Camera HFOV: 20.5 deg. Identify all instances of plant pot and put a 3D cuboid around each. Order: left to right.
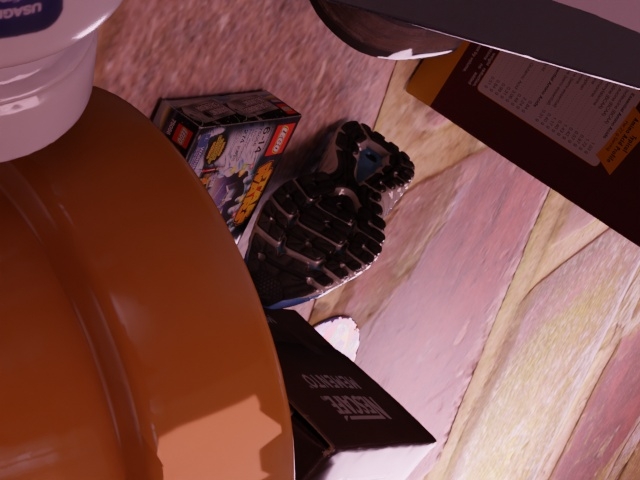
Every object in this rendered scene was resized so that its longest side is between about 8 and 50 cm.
[{"bbox_3d":[-0.143,0.065,0.624,0.188,0.205,0.205,-19,143,-31],"label":"plant pot"}]

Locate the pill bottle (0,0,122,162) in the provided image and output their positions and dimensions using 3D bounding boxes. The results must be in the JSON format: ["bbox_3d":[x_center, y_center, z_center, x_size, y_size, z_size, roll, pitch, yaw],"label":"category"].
[{"bbox_3d":[-0.104,-0.115,0.514,0.112,0.112,0.186,-38,154,-36],"label":"pill bottle"}]

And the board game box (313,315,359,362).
[{"bbox_3d":[-0.018,0.128,1.178,0.168,0.033,0.133,-55,159,1],"label":"board game box"}]

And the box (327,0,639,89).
[{"bbox_3d":[0.071,-0.139,0.599,0.261,0.184,0.103,12,116,-31],"label":"box"}]

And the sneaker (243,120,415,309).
[{"bbox_3d":[0.000,0.000,0.955,0.073,0.063,0.162,-56,175,34],"label":"sneaker"}]

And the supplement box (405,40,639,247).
[{"bbox_3d":[0.195,-0.109,1.039,0.191,0.194,0.129,-58,159,9],"label":"supplement box"}]

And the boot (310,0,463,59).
[{"bbox_3d":[0.124,-0.195,0.832,0.263,0.091,0.229,-28,162,-45],"label":"boot"}]

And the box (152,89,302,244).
[{"bbox_3d":[-0.069,-0.007,0.869,0.094,0.027,0.137,-16,137,-60],"label":"box"}]

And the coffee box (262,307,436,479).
[{"bbox_3d":[-0.094,0.178,0.933,0.297,0.119,0.168,-51,160,10],"label":"coffee box"}]
